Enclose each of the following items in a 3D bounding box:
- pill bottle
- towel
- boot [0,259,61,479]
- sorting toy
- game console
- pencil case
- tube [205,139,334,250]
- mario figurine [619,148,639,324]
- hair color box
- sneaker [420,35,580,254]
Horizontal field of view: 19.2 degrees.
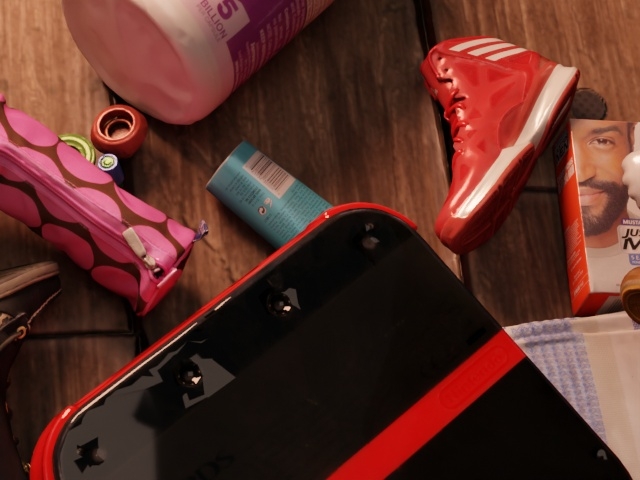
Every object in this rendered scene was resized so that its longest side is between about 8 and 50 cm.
[{"bbox_3d":[-0.063,-0.249,1.610,0.169,0.169,0.301,40,63,8],"label":"pill bottle"},{"bbox_3d":[0.169,0.167,1.535,0.285,0.034,0.209,-6,71,-13],"label":"towel"},{"bbox_3d":[-0.252,0.125,1.434,0.236,0.085,0.178,-39,111,-59],"label":"boot"},{"bbox_3d":[-0.184,-0.068,1.573,0.102,0.042,0.061,-34,60,-12],"label":"sorting toy"},{"bbox_3d":[0.012,0.182,1.441,0.386,0.060,0.342,-38,84,-26],"label":"game console"},{"bbox_3d":[-0.198,-0.030,1.493,0.209,0.098,0.095,34,98,-5],"label":"pencil case"},{"bbox_3d":[0.000,0.000,1.574,0.207,0.052,0.080,39,72,1],"label":"tube"},{"bbox_3d":[0.356,-0.016,1.601,0.170,0.198,0.320,19,52,28],"label":"mario figurine"},{"bbox_3d":[0.259,-0.020,1.635,0.093,0.053,0.167,2,63,-12],"label":"hair color box"},{"bbox_3d":[0.124,-0.090,1.637,0.128,0.087,0.221,28,53,14],"label":"sneaker"}]
